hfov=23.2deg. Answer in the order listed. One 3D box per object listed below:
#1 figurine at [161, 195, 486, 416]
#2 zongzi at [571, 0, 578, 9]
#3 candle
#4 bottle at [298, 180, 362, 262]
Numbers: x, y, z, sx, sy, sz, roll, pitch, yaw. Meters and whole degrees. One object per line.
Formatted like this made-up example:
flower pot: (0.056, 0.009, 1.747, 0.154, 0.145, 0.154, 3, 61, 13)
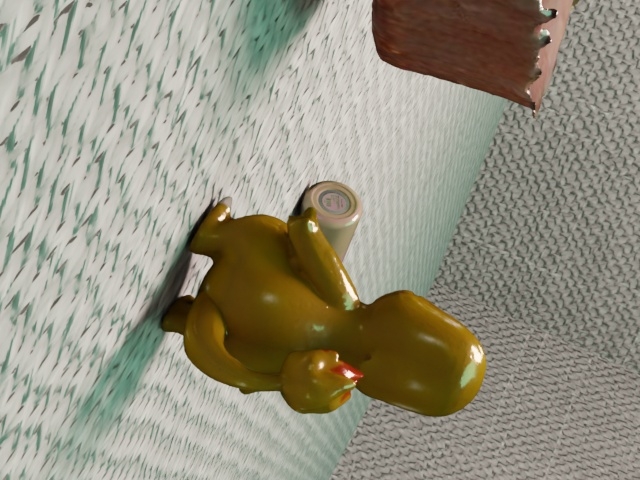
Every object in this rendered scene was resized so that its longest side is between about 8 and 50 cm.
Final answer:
figurine: (0.005, 0.056, 0.832, 0.122, 0.176, 0.121, -89, -164, -63)
zongzi: (0.202, -0.275, 1.332, 0.241, 0.111, 0.247, -49, 171, -4)
candle: (0.090, -0.218, 0.769, 0.287, 0.131, 0.316, -57, 160, -70)
bottle: (0.000, 0.000, 1.171, 0.045, 0.045, 0.096, -60, 173, -39)
